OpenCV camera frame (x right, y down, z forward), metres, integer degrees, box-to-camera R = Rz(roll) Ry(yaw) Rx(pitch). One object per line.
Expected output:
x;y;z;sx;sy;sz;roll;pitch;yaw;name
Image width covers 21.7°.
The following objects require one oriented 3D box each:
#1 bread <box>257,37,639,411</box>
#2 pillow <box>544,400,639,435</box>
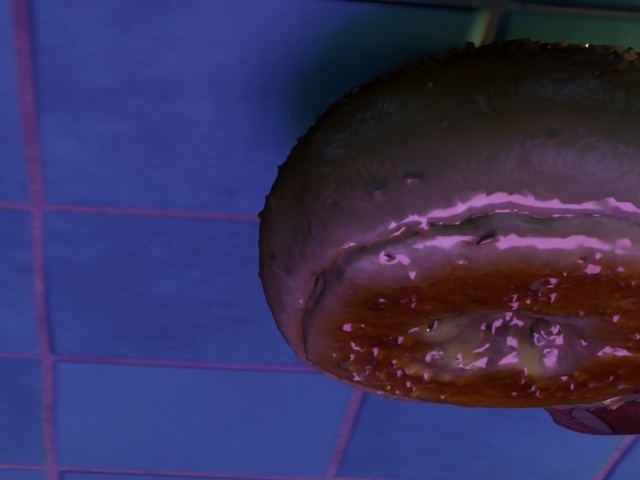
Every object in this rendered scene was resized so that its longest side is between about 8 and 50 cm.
0.117;-0.007;0.934;0.305;0.159;0.305;1;149;0;bread
0.230;0.081;1.182;0.223;0.084;0.236;-13;148;27;pillow
